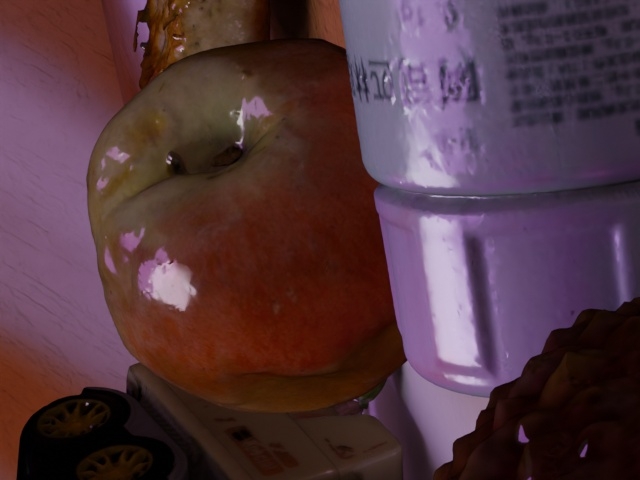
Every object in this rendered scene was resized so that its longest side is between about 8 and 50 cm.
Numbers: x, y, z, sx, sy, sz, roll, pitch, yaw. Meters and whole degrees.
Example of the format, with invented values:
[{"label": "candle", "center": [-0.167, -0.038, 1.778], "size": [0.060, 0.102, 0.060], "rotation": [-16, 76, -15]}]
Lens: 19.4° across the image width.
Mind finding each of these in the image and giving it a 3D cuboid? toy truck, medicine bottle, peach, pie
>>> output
[{"label": "toy truck", "center": [-0.033, 0.214, 1.206], "size": [0.405, 0.254, 0.180], "rotation": [36, 141, 56]}, {"label": "medicine bottle", "center": [0.076, -0.048, 0.565], "size": [0.135, 0.135, 0.168], "rotation": [-136, 35, -75]}, {"label": "peach", "center": [-0.022, -0.003, 1.074], "size": [0.235, 0.214, 0.214], "rotation": [60, -168, -60]}, {"label": "pie", "center": [-0.087, -0.234, 1.440], "size": [0.315, 0.092, 0.315], "rotation": [-178, 90, -81]}]

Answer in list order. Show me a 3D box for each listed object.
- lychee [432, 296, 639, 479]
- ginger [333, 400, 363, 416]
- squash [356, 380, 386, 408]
[{"label": "lychee", "center": [0.105, 0.103, 0.457], "size": [0.188, 0.188, 0.188], "rotation": [169, 90, -81]}, {"label": "ginger", "center": [-0.016, 0.012, 1.428], "size": [0.089, 0.075, 0.288], "rotation": [174, 90, -75]}, {"label": "squash", "center": [0.000, 0.000, 1.285], "size": [0.069, 0.069, 0.239], "rotation": [119, 137, -76]}]
